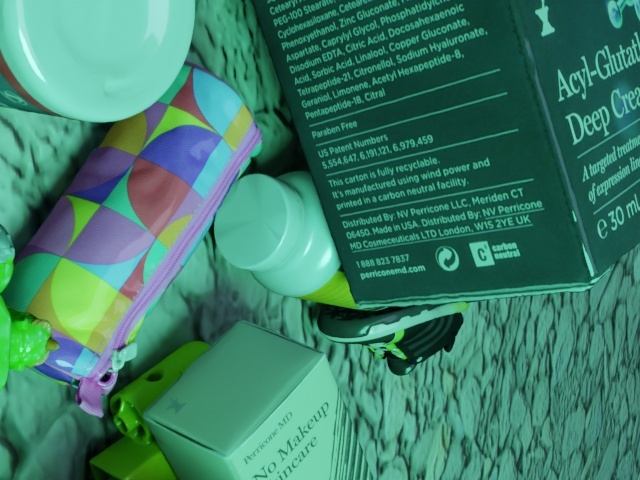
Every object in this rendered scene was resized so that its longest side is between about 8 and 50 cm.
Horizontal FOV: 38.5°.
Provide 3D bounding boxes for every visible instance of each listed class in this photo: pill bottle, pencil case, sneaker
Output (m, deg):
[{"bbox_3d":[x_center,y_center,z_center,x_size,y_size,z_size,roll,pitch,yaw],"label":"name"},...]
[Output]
[{"bbox_3d":[0.000,0.000,0.765,0.184,0.103,0.103,15,89,-53],"label":"pill bottle"},{"bbox_3d":[-0.125,-0.006,0.611,0.104,0.104,0.236,49,62,-47],"label":"pencil case"},{"bbox_3d":[0.084,0.095,0.917,0.235,0.084,0.097,-7,107,-51],"label":"sneaker"},{"bbox_3d":[-0.161,-0.121,0.462,0.108,0.180,0.108,-20,116,-47],"label":"pill bottle"}]

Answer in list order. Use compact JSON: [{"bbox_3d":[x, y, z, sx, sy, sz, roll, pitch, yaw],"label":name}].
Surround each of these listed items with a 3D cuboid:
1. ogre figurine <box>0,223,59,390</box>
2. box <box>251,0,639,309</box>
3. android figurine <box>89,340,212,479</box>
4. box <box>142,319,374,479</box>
[{"bbox_3d":[-0.213,0.052,0.500,0.097,0.118,0.197,27,80,-51],"label":"ogre figurine"},{"bbox_3d":[0.126,-0.188,0.693,0.293,0.212,0.395,-29,103,-43],"label":"box"},{"bbox_3d":[-0.092,0.201,0.748,0.273,0.056,0.248,-36,126,-40],"label":"android figurine"},{"bbox_3d":[-0.024,0.203,0.713,0.113,0.094,0.275,-45,132,-30],"label":"box"}]
